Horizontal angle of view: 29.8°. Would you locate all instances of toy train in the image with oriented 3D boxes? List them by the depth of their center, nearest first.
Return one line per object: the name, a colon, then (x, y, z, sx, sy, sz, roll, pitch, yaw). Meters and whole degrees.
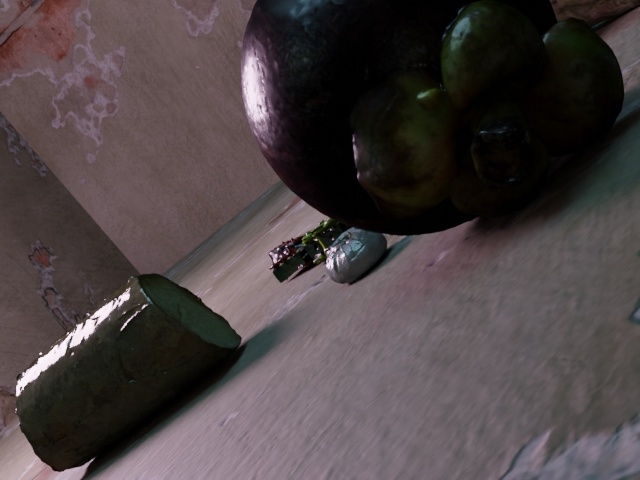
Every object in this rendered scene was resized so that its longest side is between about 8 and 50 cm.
toy train: (0.000, 0.000, 1.666, 0.085, 0.053, 0.250, -34, 3, -28)

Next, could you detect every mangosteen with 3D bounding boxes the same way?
mangosteen: (0.091, -0.152, 1.105, 0.330, 0.330, 0.330, -39, 6, 5)

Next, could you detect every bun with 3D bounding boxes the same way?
bun: (0.038, 0.014, 1.358, 0.083, 0.045, 0.083, -42, 10, 9)

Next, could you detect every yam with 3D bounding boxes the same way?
yam: (-0.251, 0.159, 1.540, 0.304, 0.168, 0.168, -39, 6, 23)

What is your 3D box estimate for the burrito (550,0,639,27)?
burrito: (0.344, -0.343, 1.621, 0.175, 0.107, 0.348, -3, -14, -25)
